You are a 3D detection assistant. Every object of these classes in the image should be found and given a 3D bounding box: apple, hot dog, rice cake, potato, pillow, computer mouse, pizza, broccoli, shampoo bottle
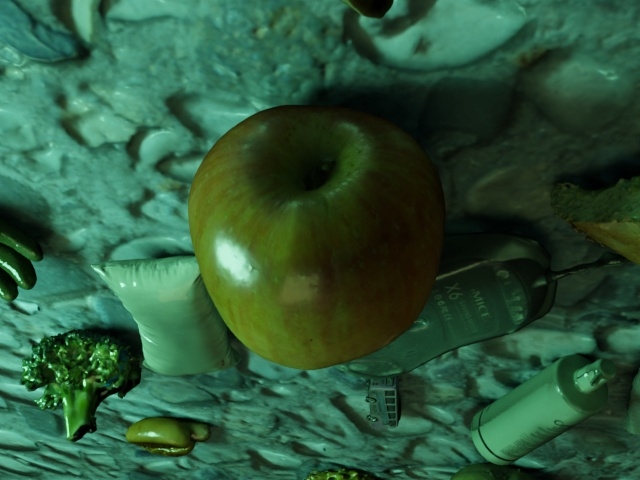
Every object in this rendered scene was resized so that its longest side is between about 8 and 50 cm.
[{"bbox_3d":[0.000,0.000,0.850,0.242,0.242,0.241,5,147,8],"label":"apple"},{"bbox_3d":[-0.258,0.329,1.504,0.140,0.060,0.090,0,147,26],"label":"hot dog"},{"bbox_3d":[0.427,0.181,1.131,0.055,0.049,0.270,20,149,26],"label":"rice cake"},{"bbox_3d":[0.308,0.480,1.496,0.191,0.141,0.296,0,146,19],"label":"potato"},{"bbox_3d":[-0.194,0.100,1.150,0.144,0.078,0.254,3,144,9],"label":"pillow"},{"bbox_3d":[0.151,0.053,1.001,0.379,0.090,0.167,-15,134,13],"label":"computer mouse"},{"bbox_3d":[0.357,-0.015,0.863,0.204,0.081,0.188,30,163,-30],"label":"pizza"},{"bbox_3d":[-0.340,0.203,1.264,0.154,0.160,0.167,-15,159,5],"label":"broccoli"},{"bbox_3d":[0.302,0.220,1.186,0.085,0.085,0.262,20,142,-14],"label":"shampoo bottle"}]

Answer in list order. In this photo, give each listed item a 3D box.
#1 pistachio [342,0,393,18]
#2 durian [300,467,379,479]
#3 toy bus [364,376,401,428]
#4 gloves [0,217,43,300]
[{"bbox_3d":[0.011,-0.235,0.599,0.129,0.131,0.206,-14,143,42],"label":"pistachio"},{"bbox_3d":[0.037,0.508,1.615,0.183,0.138,0.250,6,139,20],"label":"durian"},{"bbox_3d":[0.092,0.233,1.299,0.052,0.037,0.131,0,142,6],"label":"toy bus"},{"bbox_3d":[-0.473,0.008,1.070,0.268,0.107,0.135,8,167,-15],"label":"gloves"}]
